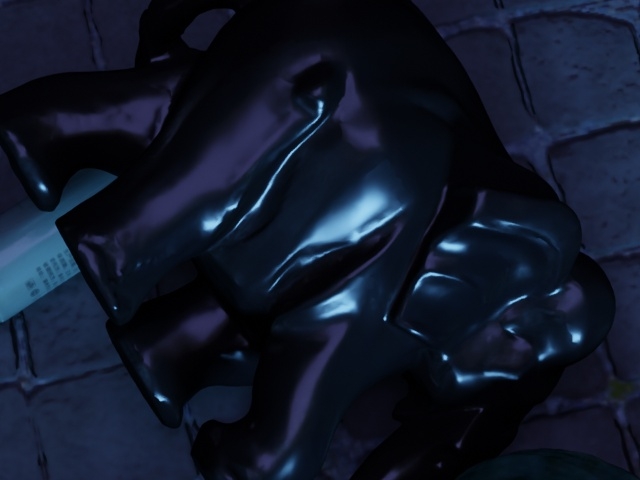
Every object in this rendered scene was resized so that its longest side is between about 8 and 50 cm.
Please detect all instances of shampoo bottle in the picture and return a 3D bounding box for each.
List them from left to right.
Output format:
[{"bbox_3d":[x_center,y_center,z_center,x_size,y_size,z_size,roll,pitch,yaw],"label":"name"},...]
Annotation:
[{"bbox_3d":[-0.123,-0.026,1.148,0.195,0.056,0.056,-34,73,-14],"label":"shampoo bottle"}]

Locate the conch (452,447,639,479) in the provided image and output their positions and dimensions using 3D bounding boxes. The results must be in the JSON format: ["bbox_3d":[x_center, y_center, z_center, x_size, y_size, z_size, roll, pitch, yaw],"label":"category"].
[{"bbox_3d":[0.123,0.206,1.018,0.202,0.134,0.196,-14,68,-7],"label":"conch"}]

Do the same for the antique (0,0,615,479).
[{"bbox_3d":[0.000,0.000,1.063,0.255,0.185,0.322,-29,96,-13],"label":"antique"}]
